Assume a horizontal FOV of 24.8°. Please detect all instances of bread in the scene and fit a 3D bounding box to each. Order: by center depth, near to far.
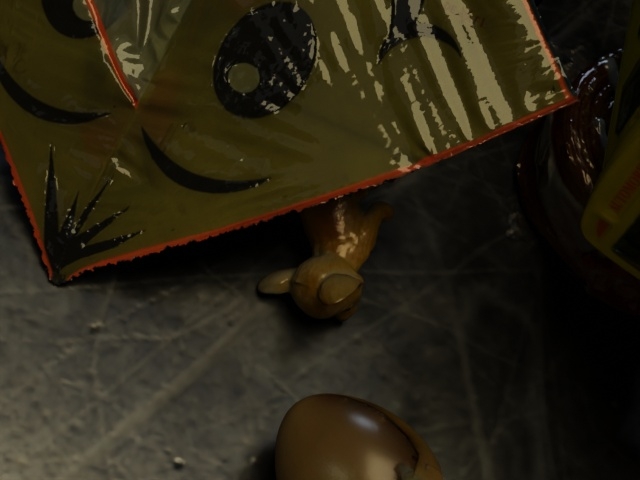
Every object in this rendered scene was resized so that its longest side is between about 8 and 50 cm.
[{"bbox_3d":[0.197,-0.033,0.842,0.160,0.073,0.160,11,58,-18],"label":"bread"}]

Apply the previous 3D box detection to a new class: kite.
[{"bbox_3d":[-0.057,-0.124,0.728,0.377,0.013,0.327,28,85,4],"label":"kite"}]

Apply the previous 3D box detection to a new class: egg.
[{"bbox_3d":[0.015,0.109,0.685,0.071,0.071,0.083,-32,61,-34],"label":"egg"}]

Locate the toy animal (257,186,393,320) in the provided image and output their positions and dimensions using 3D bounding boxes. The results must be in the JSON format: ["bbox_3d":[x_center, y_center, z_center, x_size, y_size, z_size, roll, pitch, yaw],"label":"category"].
[{"bbox_3d":[0.000,0.000,0.752,0.081,0.060,0.083,59,45,-33],"label":"toy animal"}]

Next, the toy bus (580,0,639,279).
[{"bbox_3d":[0.228,-0.071,0.745,0.152,0.144,0.330,20,54,-4],"label":"toy bus"}]

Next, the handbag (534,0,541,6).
[{"bbox_3d":[0.053,-0.274,0.814,0.113,0.257,0.285,-35,81,-23],"label":"handbag"}]
